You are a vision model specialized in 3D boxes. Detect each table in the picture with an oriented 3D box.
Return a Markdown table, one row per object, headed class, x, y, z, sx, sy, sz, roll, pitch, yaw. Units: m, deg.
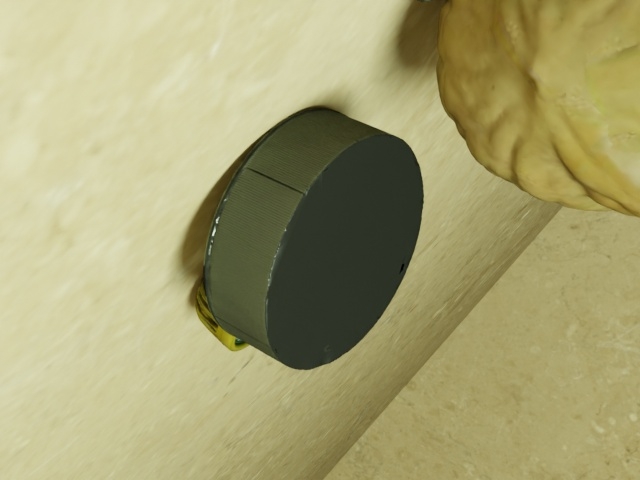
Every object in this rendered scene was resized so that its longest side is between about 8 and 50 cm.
| class | x | y | z | sx | sy | sz | roll | pitch | yaw |
| --- | --- | --- | --- | --- | --- | --- | --- | --- | --- |
| table | 0.000 | 0.000 | 0.540 | 0.133 | 0.043 | 0.134 | -35 | 138 | -39 |

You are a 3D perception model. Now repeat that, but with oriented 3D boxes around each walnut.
| class | x | y | z | sx | sy | sz | roll | pitch | yaw |
| --- | --- | --- | --- | --- | --- | --- | --- | --- | --- |
| walnut | 0.178 | -0.112 | 0.534 | 0.261 | 0.225 | 0.225 | -28 | 158 | -42 |

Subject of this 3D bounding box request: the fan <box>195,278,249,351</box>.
| class | x | y | z | sx | sy | sz | roll | pitch | yaw |
| --- | --- | --- | --- | --- | --- | --- | --- | --- | --- |
| fan | -0.013 | -0.001 | 0.618 | 0.155 | 0.039 | 0.082 | -44 | 166 | -17 |
